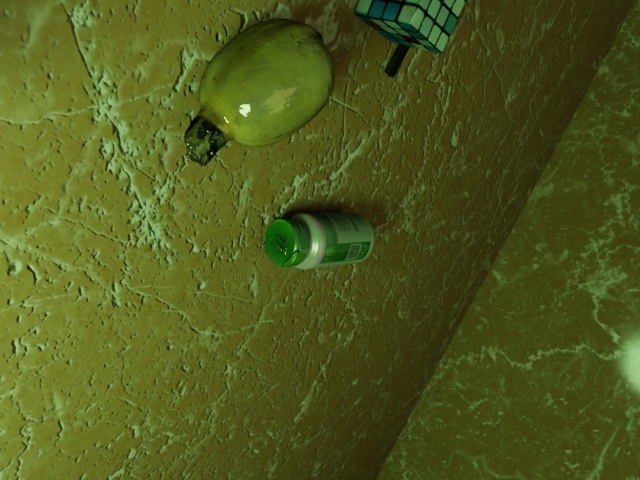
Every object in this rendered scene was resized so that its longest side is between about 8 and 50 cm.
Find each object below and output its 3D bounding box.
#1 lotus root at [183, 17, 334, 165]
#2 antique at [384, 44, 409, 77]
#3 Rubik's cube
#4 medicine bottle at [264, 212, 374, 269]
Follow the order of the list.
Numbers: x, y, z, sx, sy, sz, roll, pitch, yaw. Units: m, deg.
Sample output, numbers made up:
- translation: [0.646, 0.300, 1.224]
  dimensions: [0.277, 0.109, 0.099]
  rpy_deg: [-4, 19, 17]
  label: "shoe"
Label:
- translation: [-0.108, -0.241, 0.802]
  dimensions: [0.310, 0.182, 0.183]
  rpy_deg: [-43, 142, -18]
  label: "lotus root"
- translation: [0.205, -0.475, 1.131]
  dimensions: [0.031, 0.015, 0.192]
  rpy_deg: [19, 101, -52]
  label: "antique"
- translation: [0.191, -0.494, 0.988]
  dimensions: [0.154, 0.151, 0.155]
  rpy_deg: [6, 112, -50]
  label: "Rubik's cube"
- translation: [0.000, 0.000, 1.152]
  dimensions: [0.274, 0.133, 0.134]
  rpy_deg: [-5, 120, -48]
  label: "medicine bottle"
